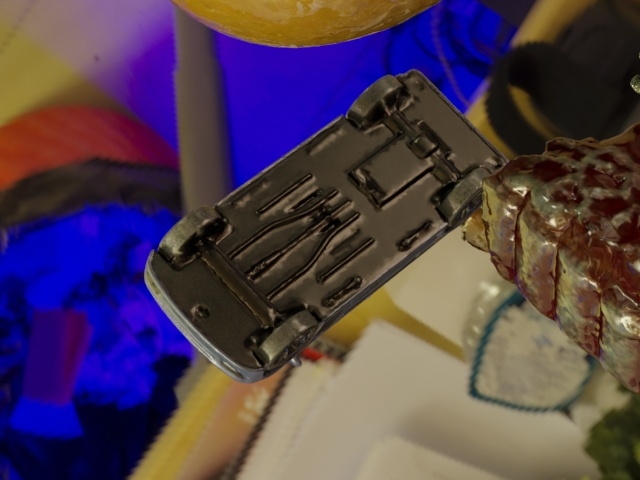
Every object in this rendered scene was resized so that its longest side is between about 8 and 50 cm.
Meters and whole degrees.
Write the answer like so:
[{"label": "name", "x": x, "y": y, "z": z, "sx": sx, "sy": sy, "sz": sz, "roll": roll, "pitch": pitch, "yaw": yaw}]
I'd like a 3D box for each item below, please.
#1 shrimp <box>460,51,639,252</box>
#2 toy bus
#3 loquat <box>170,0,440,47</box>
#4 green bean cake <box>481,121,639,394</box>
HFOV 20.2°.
[{"label": "shrimp", "x": 0.259, "y": -0.057, "z": 1.561, "sx": 0.287, "sy": 0.068, "sz": 0.185, "roll": -33, "pitch": 107, "yaw": 7}, {"label": "toy bus", "x": 0.000, "y": 0.000, "z": 1.358, "sx": 0.292, "sy": 0.133, "sz": 0.125, "roll": -37, "pitch": 77, "yaw": -29}, {"label": "loquat", "x": -0.007, "y": -0.240, "z": 1.053, "sx": 0.263, "sy": 0.263, "sz": 0.263, "roll": -5, "pitch": 110, "yaw": -13}, {"label": "green bean cake", "x": 0.244, "y": -0.007, "z": 1.065, "sx": 0.232, "sy": 0.198, "sz": 0.097, "roll": -27, "pitch": 139, "yaw": -19}]
